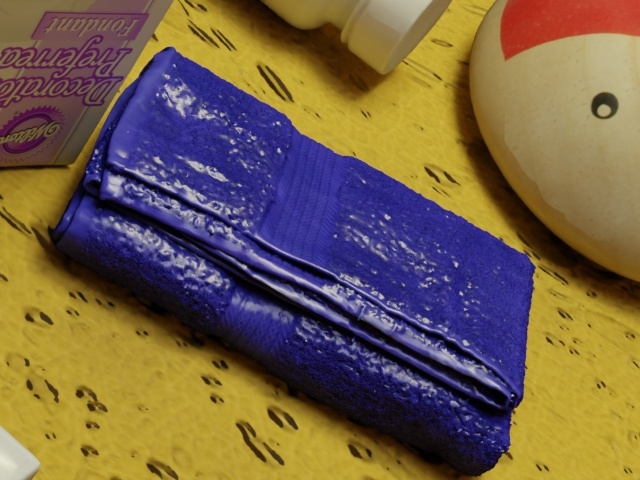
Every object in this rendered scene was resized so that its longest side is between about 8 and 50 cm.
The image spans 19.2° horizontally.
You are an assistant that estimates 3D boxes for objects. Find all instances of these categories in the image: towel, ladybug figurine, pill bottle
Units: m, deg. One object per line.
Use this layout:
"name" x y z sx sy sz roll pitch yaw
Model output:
"towel" 0.000 0.000 1.194 0.308 0.076 0.228 30 34 -9
"ladybug figurine" 0.282 -0.131 1.542 0.305 0.162 0.449 33 32 -3
"pill bottle" -0.009 -0.235 1.436 0.229 0.131 0.131 39 33 6

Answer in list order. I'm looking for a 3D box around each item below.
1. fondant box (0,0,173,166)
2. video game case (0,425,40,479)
"fondant box" -0.175 -0.183 1.029 0.238 0.330 0.096 -5 52 -46
"video game case" -0.230 0.099 0.908 0.143 0.019 0.157 40 32 7
